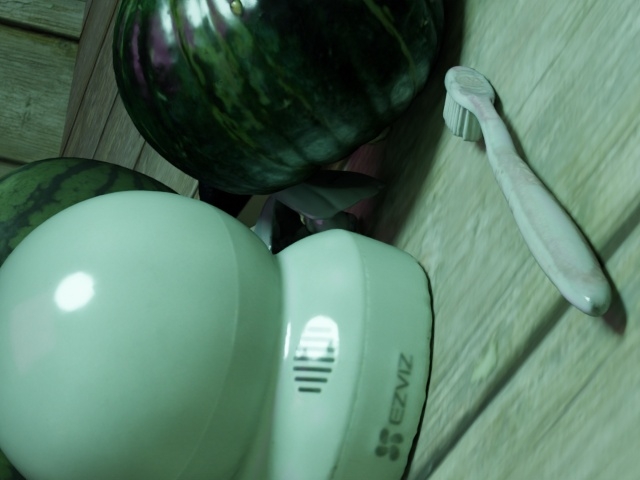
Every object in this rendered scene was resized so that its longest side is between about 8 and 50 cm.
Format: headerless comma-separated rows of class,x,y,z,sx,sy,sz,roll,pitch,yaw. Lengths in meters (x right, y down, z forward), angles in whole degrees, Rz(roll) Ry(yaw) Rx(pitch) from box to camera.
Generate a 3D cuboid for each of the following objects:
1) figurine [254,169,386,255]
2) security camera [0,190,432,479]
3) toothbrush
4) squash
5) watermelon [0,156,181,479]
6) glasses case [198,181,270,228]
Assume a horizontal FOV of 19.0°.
figurine,0.000,0.000,1.215,0.094,0.082,0.086,-42,-45,-67
security camera,-0.075,0.070,1.073,0.194,0.236,0.195,-168,90,-75
toothbrush,0.093,-0.026,0.916,0.307,0.025,0.030,-107,25,-67
squash,-0.024,-0.125,1.157,0.172,0.218,0.218,66,167,-4
watermelon,-0.200,0.116,1.464,0.279,0.278,0.359,-146,67,-76
glasses case,-0.031,-0.101,1.409,0.314,0.075,0.122,129,149,-63
